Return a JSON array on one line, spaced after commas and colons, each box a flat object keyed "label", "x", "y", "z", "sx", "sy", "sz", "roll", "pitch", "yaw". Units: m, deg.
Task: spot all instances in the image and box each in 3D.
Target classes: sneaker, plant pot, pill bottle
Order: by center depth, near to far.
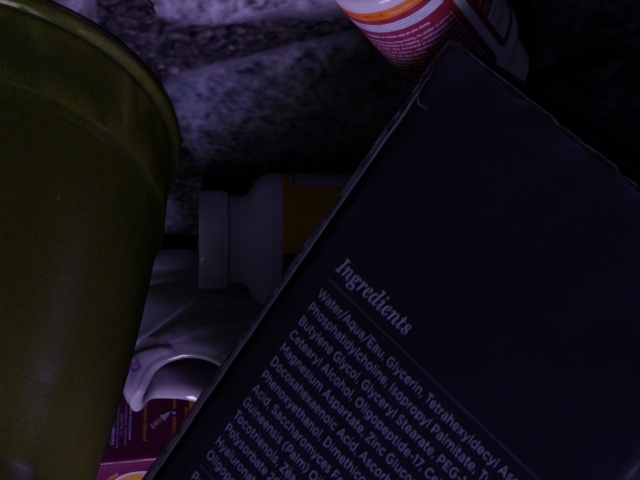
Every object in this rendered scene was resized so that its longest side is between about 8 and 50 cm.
[{"label": "pill bottle", "x": 0.073, "y": -0.145, "z": 1.119, "sx": 0.086, "sy": 0.086, "sz": 0.152, "roll": -20, "pitch": 142, "yaw": 23}, {"label": "plant pot", "x": -0.278, "y": 0.072, "z": 1.182, "sx": 0.366, "sy": 0.353, "sz": 0.366, "roll": -2, "pitch": 146, "yaw": -1}, {"label": "pill bottle", "x": 0.000, "y": 0.000, "z": 1.314, "sx": 0.184, "sy": 0.103, "sz": 0.103, "roll": 0, "pitch": 146, "yaw": -4}, {"label": "sneaker", "x": -0.020, "y": 0.089, "z": 1.403, "sx": 0.305, "sy": 0.152, "sz": 0.114, "roll": 0, "pitch": 144, "yaw": -6}]

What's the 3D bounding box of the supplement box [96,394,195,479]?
[{"label": "supplement box", "x": -0.192, "y": 0.194, "z": 1.610, "sx": 0.188, "sy": 0.081, "sz": 0.104, "roll": -6, "pitch": 146, "yaw": 6}]

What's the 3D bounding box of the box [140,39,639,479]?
[{"label": "box", "x": 0.165, "y": 0.189, "z": 1.196, "sx": 0.480, "sy": 0.297, "sz": 0.472, "roll": 21, "pitch": 106, "yaw": -49}]
